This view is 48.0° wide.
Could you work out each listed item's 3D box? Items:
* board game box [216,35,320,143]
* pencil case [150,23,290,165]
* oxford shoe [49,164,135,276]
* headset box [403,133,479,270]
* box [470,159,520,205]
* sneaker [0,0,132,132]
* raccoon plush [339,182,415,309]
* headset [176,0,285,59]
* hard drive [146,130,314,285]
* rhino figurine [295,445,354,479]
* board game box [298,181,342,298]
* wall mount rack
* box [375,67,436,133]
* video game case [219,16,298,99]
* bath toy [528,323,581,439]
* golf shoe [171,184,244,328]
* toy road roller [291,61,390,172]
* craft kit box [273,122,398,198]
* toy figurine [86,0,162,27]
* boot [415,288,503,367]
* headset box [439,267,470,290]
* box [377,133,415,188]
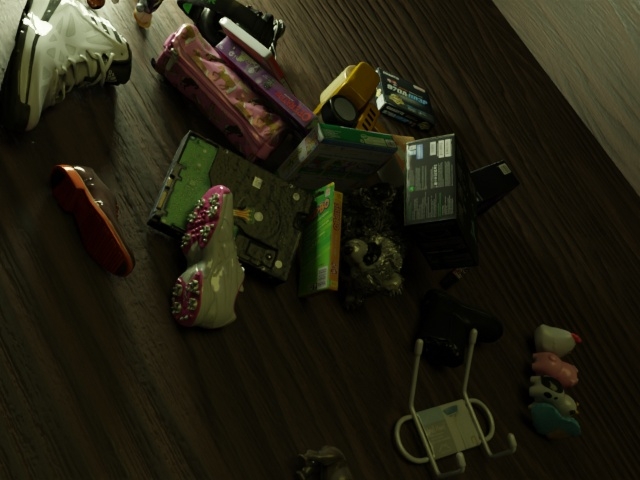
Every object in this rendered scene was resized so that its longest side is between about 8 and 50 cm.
[{"bbox_3d":[-0.117,-0.361,1.853,0.056,0.208,0.347,-42,68,-8],"label":"board game box"},{"bbox_3d":[-0.246,-0.359,1.813,0.386,0.160,0.167,46,51,-1],"label":"pencil case"},{"bbox_3d":[-0.436,-0.049,1.452,0.098,0.097,0.271,-18,70,-53],"label":"oxford shoe"},{"bbox_3d":[0.318,-0.086,1.845,0.283,0.131,0.246,48,40,-54],"label":"headset box"},{"bbox_3d":[0.471,-0.136,2.215,0.261,0.184,0.103,-22,75,-47],"label":"box"},{"bbox_3d":[-0.539,-0.384,1.577,0.257,0.169,0.448,17,46,-27],"label":"sneaker"},{"bbox_3d":[0.207,0.035,1.855,0.446,0.216,0.299,8,61,-36],"label":"raccoon plush"},{"bbox_3d":[-0.219,-0.607,1.979,0.243,0.185,0.394,23,-2,26],"label":"headset"},{"bbox_3d":[-0.197,-0.069,1.638,0.338,0.064,0.237,26,65,-22],"label":"hard drive"},{"bbox_3d":[0.044,0.516,1.412,0.106,0.073,0.243,-16,70,-43],"label":"rhino figurine"},{"bbox_3d":[0.000,0.000,1.692,0.039,0.124,0.260,12,71,-33],"label":"board game box"},{"bbox_3d":[0.316,0.382,1.694,0.350,0.130,0.304,-2,64,-42],"label":"wall mount rack"},{"bbox_3d":[0.280,-0.472,2.428,0.220,0.051,0.175,17,48,-29],"label":"box"},{"bbox_3d":[-0.142,-0.436,1.862,0.204,0.025,0.285,43,-5,31],"label":"video game case"},{"bbox_3d":[0.661,0.381,2.000,0.151,0.129,0.348,64,31,-33],"label":"bath toy"},{"bbox_3d":[-0.220,0.039,1.514,0.140,0.115,0.306,22,73,-41],"label":"golf shoe"},{"bbox_3d":[0.093,-0.317,2.032,0.240,0.202,0.330,40,45,-13],"label":"toy road roller"},{"bbox_3d":[0.030,-0.192,1.841,0.249,0.246,0.061,3,54,-39],"label":"craft kit box"},{"bbox_3d":[-0.514,-0.680,1.867,0.213,0.148,0.210,6,60,-40],"label":"toy figurine"},{"bbox_3d":[0.364,0.255,1.872,0.246,0.094,0.207,29,39,-9],"label":"boot"},{"bbox_3d":[0.378,0.102,2.036,0.032,0.062,0.083,50,41,6],"label":"headset box"},{"bbox_3d":[0.244,-0.224,2.166,0.130,0.091,0.171,-1,58,-41],"label":"box"}]
